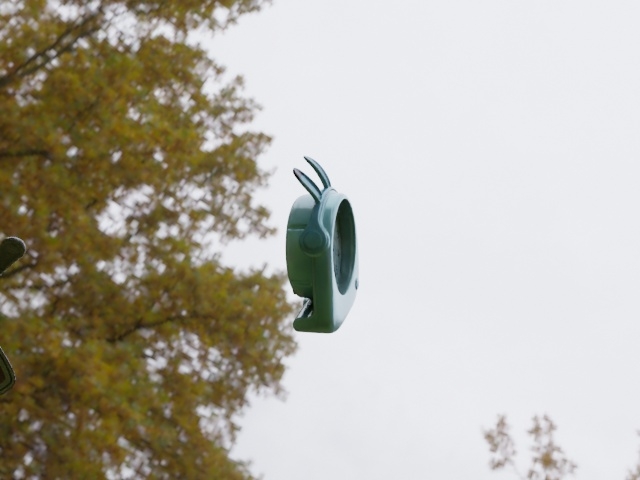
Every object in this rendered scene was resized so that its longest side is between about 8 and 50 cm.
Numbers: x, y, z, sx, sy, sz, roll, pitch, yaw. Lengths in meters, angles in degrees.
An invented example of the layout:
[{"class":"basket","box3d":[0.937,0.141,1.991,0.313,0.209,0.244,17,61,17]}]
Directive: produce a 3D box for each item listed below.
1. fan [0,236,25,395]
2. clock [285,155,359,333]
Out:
[{"class":"fan","box3d":[-0.281,0.068,0.773,0.132,0.009,0.220,36,-63,-16]},{"class":"clock","box3d":[0.001,0.000,0.902,0.045,0.108,0.147,0,-70,15]}]
